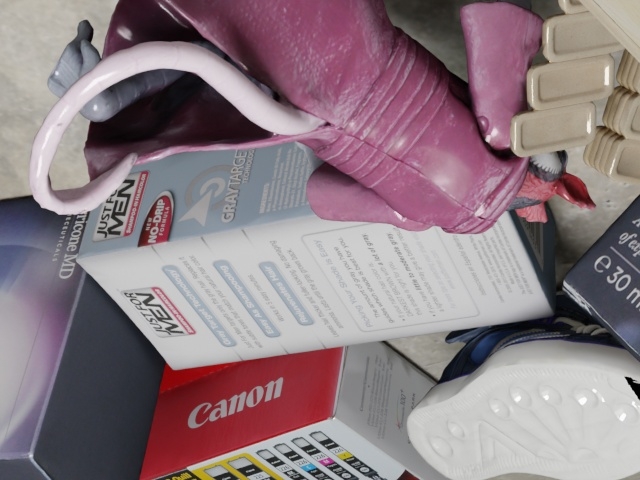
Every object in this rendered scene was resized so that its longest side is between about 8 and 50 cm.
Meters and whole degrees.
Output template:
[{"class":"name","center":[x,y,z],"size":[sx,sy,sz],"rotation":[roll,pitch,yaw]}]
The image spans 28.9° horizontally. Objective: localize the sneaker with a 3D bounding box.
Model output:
[{"class":"sneaker","center":[0.236,0.100,1.092],"size":[0.130,0.236,0.323],"rotation":[55,147,-5]}]

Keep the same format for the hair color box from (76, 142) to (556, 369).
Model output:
[{"class":"hair color box","center":[0.000,0.000,1.088],"size":[0.374,0.113,0.185],"rotation":[-10,138,21]}]

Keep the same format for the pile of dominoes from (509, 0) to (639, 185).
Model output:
[{"class":"pile of dominoes","center":[0.230,-0.159,0.798],"size":[0.196,0.040,0.251],"rotation":[8,108,-21]}]

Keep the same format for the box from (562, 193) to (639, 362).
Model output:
[{"class":"box","center":[0.398,-0.002,0.730],"size":[0.212,0.293,0.395],"rotation":[37,99,-30]}]

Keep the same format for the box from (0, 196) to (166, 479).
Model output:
[{"class":"box","center":[-0.317,0.124,1.158],"size":[0.294,0.296,0.182],"rotation":[-7,139,17]}]

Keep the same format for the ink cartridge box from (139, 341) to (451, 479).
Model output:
[{"class":"ink cartridge box","center":[-0.048,0.209,1.349],"size":[0.309,0.130,0.272],"rotation":[-25,130,36]}]

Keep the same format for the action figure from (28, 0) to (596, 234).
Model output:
[{"class":"action figure","center":[0.036,-0.098,0.805],"size":[0.370,0.275,0.248],"rotation":[28,123,-15]}]

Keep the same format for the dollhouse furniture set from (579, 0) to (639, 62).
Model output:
[{"class":"dollhouse furniture set","center":[0.252,-0.243,0.564],"size":[0.303,0.198,0.286],"rotation":[-19,143,-19]}]
